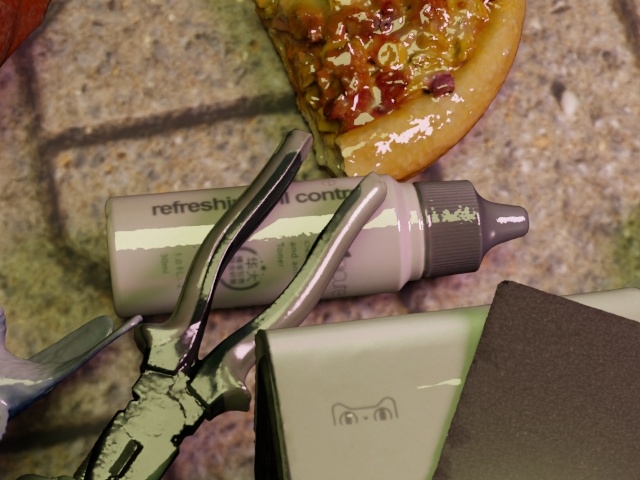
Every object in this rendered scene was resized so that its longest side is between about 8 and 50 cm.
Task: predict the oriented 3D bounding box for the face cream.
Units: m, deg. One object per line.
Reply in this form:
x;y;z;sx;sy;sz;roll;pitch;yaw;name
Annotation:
0.000;0.000;1.347;0.311;0.092;0.092;-4;59;-6;face cream

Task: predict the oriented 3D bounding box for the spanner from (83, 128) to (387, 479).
-0.070;0.060;1.244;0.096;0.040;0.325;30;66;10;spanner

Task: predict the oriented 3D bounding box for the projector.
0.092;0.187;1.144;0.249;0.248;0.248;-6;60;-6;projector

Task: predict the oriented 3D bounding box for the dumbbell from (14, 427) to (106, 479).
-0.200;0.227;1.204;0.082;0.081;0.254;26;60;12;dumbbell

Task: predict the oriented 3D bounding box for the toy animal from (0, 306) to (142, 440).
-0.235;0.107;1.229;0.256;0.176;0.239;-5;17;13;toy animal

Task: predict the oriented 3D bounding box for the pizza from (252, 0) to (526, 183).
0.042;-0.174;1.458;0.229;0.081;0.289;29;63;14;pizza

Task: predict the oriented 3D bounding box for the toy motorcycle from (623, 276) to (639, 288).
0.269;0.052;1.317;0.112;0.112;0.254;14;58;6;toy motorcycle

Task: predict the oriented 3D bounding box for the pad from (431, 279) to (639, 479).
0.139;0.129;1.034;0.143;0.003;0.211;18;61;7;pad

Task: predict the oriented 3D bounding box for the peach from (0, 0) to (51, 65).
-0.323;-0.184;1.370;0.257;0.232;0.232;0;58;-20;peach
